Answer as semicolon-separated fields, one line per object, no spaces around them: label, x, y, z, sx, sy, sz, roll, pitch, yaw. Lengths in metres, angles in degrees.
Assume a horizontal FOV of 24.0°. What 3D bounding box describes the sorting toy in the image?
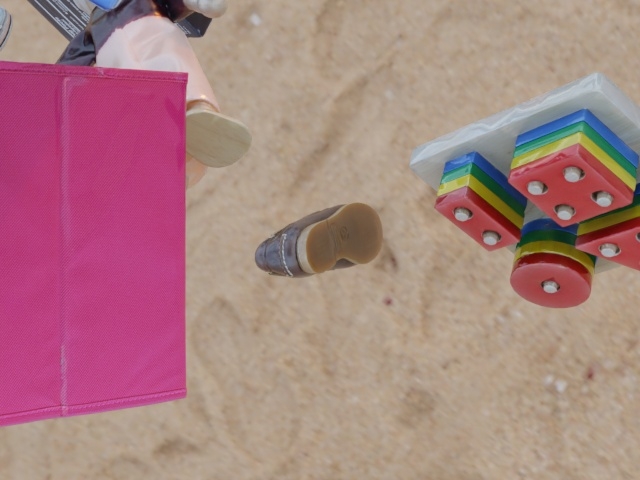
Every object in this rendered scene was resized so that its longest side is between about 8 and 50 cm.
sorting toy;0.261;-0.029;1.570;0.257;0.255;0.089;-21;42;44

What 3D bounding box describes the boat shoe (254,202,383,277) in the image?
boat shoe;0.000;0.000;1.675;0.073;0.207;0.073;-9;91;29

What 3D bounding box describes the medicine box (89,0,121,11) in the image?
medicine box;-0.172;-0.353;1.003;0.289;0.263;0.149;-56;8;27

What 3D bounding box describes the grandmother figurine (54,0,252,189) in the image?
grandmother figurine;-0.176;-0.178;1.429;0.208;0.104;0.342;-25;46;4

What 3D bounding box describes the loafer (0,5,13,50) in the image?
loafer;-0.376;-0.207;1.616;0.045;0.039;0.125;21;67;26

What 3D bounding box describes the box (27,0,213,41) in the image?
box;-0.322;-0.446;2.194;0.294;0.296;0.183;2;58;41

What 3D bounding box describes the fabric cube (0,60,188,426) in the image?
fabric cube;-0.273;-0.005;1.159;0.254;0.259;0.258;3;94;43
